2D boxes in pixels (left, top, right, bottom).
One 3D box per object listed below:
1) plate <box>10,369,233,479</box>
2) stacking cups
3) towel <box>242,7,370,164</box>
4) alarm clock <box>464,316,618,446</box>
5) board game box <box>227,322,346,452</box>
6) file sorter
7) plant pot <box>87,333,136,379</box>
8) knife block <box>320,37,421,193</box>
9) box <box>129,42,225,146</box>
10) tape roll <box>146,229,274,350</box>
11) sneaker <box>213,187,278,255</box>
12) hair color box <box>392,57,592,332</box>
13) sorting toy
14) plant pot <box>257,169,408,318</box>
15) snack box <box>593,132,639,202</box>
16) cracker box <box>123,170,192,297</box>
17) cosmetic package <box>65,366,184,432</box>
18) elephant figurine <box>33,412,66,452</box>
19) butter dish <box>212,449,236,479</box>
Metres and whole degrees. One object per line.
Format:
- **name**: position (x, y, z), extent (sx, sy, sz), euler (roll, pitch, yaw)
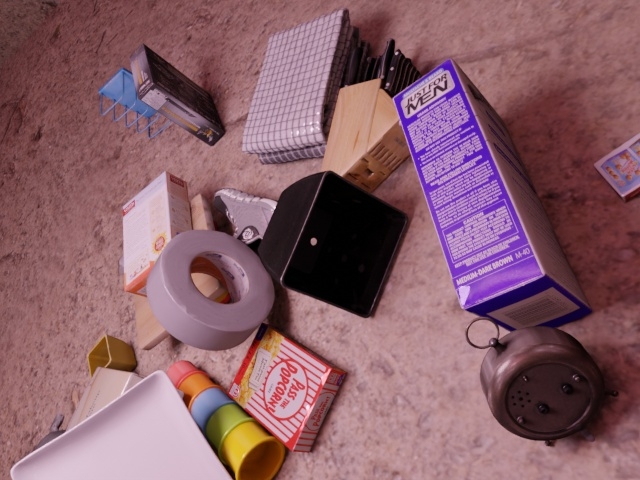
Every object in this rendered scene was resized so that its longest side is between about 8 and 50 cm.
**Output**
- **plate**: position (-0.295, 0.396, 0.834), extent (0.277, 0.045, 0.278), euler (-33, 84, -9)
- **stacking cups**: position (-0.197, 0.325, 0.964), extent (0.316, 0.096, 0.096), euler (21, 86, 46)
- **towel**: position (-0.028, -0.303, 1.079), extent (0.235, 0.121, 0.284), euler (0, 73, 42)
- **alarm clock**: position (0.242, 0.157, 0.608), extent (0.129, 0.192, 0.064), euler (-48, 5, 17)
- **board game box**: position (-0.063, 0.249, 0.910), extent (0.193, 0.045, 0.147), euler (22, 85, 44)
- **file sorter**: position (-0.530, -0.387, 1.509), extent (0.118, 0.170, 0.104), euler (-27, 59, 29)
- **plant pot**: position (-0.484, 0.283, 1.231), extent (0.081, 0.083, 0.081), euler (-46, 47, 15)
- **knife block**: position (0.075, -0.230, 0.976), extent (0.275, 0.088, 0.242), euler (-44, 48, 17)
- **box**: position (-0.355, -0.358, 1.301), extent (0.056, 0.231, 0.183), euler (-39, 51, 17)
- **tape roll**: position (-0.195, 0.085, 0.947), extent (0.072, 0.219, 0.219), euler (-47, 46, 36)
- **sneaker**: position (-0.171, -0.030, 1.085), extent (0.228, 0.086, 0.132), euler (12, 67, 42)
- **hair color box**: position (0.222, -0.057, 0.705), extent (0.110, 0.185, 0.339), euler (-29, 54, 30)
- **sorting toy**: position (-0.298, 0.077, 1.158), extent (0.257, 0.089, 0.255), euler (-37, 51, 22)
- **plant pot**: position (0.000, 0.000, 0.883), extent (0.167, 0.188, 0.187), euler (15, 81, 55)
- **snack box**: position (0.445, -0.126, 0.657), extent (0.178, 0.022, 0.064), euler (-38, 52, 22)
- **cracker box**: position (-0.355, -0.014, 1.139), extent (0.155, 0.067, 0.232), euler (-32, 54, 25)
- **cosmetic package**: position (-0.394, 0.345, 1.032), extent (0.309, 0.113, 0.160), euler (-17, 48, 54)
- **elephant figurine**: position (-0.517, 0.507, 1.137), extent (0.239, 0.186, 0.169), euler (-8, 23, 27)
- **butter dish**: position (-0.247, 0.443, 0.910), extent (0.160, 0.118, 0.160), euler (45, 107, 16)
